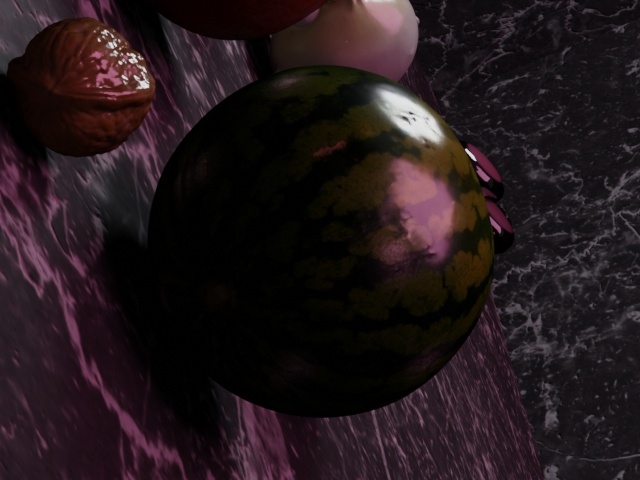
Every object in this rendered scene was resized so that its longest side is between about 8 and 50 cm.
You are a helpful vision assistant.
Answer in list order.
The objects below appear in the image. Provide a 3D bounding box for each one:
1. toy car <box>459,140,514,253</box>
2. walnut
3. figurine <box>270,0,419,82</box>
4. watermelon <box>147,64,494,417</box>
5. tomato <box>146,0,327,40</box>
[{"bbox_3d":[0.025,-0.019,1.862,0.240,0.271,0.341,42,17,-21],"label":"toy car"},{"bbox_3d":[-0.174,-0.110,1.328,0.124,0.105,0.105,-46,114,-74],"label":"walnut"},{"bbox_3d":[-0.038,-0.356,2.391,0.394,0.226,0.274,65,-25,-6],"label":"figurine"},{"bbox_3d":[0.000,0.000,1.476,0.285,0.285,0.285,-22,90,-80],"label":"watermelon"},{"bbox_3d":[-0.083,-0.323,1.809,0.265,0.265,0.265,-22,90,-80],"label":"tomato"}]
